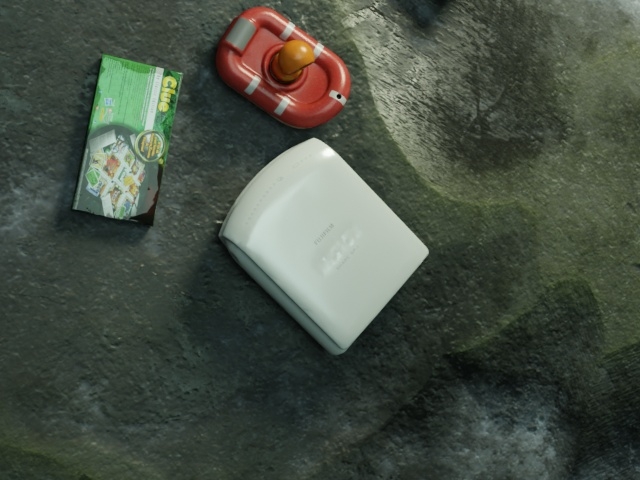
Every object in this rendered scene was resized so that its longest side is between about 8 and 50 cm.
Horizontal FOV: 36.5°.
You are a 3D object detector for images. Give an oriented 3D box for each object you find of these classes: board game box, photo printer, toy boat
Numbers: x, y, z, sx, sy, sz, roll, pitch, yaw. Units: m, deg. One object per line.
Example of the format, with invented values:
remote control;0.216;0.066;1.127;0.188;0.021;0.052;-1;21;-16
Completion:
board game box;-0.314;-0.162;1.582;0.136;0.030;0.260;12;84;-16
photo printer;0.000;0.000;1.640;0.307;0.107;0.256;46;75;-12
toy boat;-0.052;-0.289;1.610;0.231;0.151;0.151;33;79;-15
